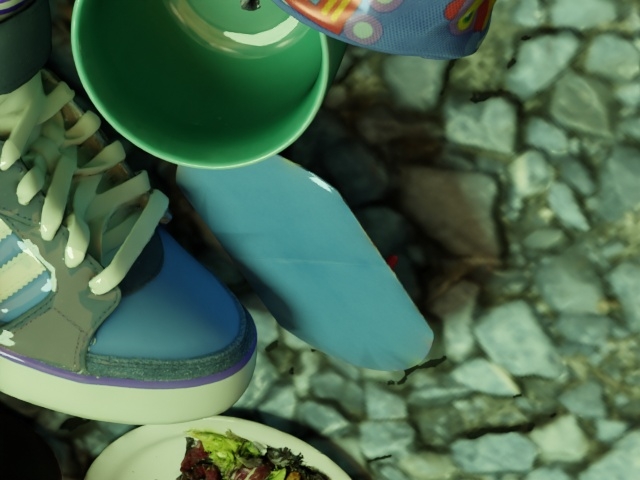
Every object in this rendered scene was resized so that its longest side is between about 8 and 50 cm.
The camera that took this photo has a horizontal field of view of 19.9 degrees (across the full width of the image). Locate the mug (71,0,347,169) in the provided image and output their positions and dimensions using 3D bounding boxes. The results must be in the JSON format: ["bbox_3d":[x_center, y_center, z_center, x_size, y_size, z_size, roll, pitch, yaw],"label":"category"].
[{"bbox_3d":[-0.043,-0.124,0.898,0.129,0.097,0.158,27,123,-3],"label":"mug"}]

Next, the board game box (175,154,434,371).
[{"bbox_3d":[0.000,0.000,0.984,0.133,0.033,0.169,2,134,50],"label":"board game box"}]

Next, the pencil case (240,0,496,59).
[{"bbox_3d":[0.064,-0.217,0.741,0.133,0.119,0.306,43,131,20],"label":"pencil case"}]

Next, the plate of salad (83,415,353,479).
[{"bbox_3d":[-0.058,0.194,1.133,0.199,0.048,0.200,6,122,10],"label":"plate of salad"}]

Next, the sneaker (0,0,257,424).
[{"bbox_3d":[-0.155,-0.058,0.946,0.322,0.130,0.236,26,128,3],"label":"sneaker"}]

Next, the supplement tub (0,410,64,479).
[{"bbox_3d":[-0.240,0.202,1.146,0.106,0.106,0.198,28,124,-5],"label":"supplement tub"}]
